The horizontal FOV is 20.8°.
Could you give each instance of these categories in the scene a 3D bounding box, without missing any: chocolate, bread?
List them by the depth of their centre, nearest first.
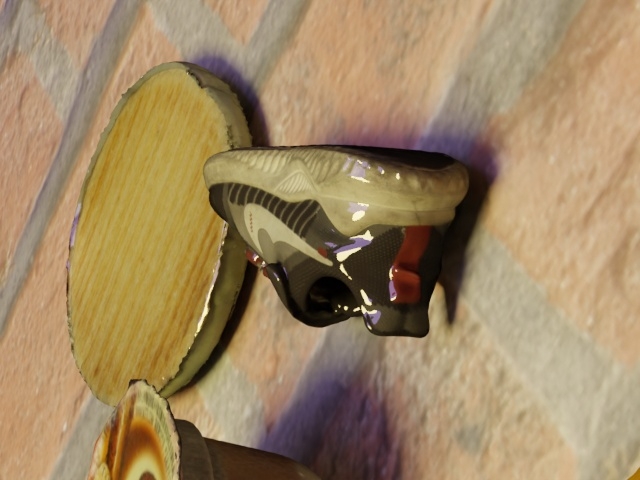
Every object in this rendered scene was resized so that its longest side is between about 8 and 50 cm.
[{"bbox_3d":[-0.058,0.190,1.011,0.221,0.147,0.221,-34,51,54],"label":"chocolate"},{"bbox_3d":[-0.118,-0.003,1.276,0.267,0.040,0.267,-28,57,52],"label":"bread"}]

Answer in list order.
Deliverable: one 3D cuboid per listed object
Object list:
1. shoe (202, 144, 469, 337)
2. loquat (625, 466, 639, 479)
[{"bbox_3d":[0.000,0.000,1.037,0.227,0.099,0.112,-2,86,58],"label":"shoe"},{"bbox_3d":[0.182,0.172,0.433,0.328,0.359,0.328,-3,85,35],"label":"loquat"}]
